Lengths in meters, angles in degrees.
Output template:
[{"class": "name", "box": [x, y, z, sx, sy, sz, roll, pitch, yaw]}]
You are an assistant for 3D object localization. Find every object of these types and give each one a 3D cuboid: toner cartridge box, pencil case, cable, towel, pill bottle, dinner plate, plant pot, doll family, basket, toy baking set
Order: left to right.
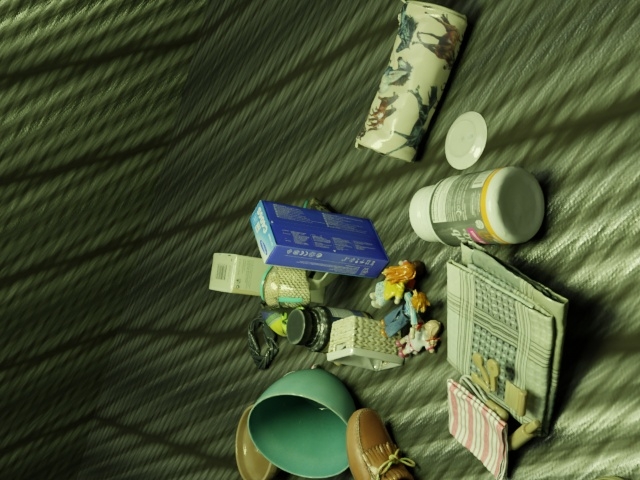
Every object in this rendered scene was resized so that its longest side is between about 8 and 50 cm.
[{"class": "cable", "box": [-0.193, 0.334, 2.448, 0.184, 0.047, 0.151, 55, 132, 45]}, {"class": "plant pot", "box": [-0.156, 0.616, 2.243, 0.237, 0.109, 0.237, -21, 65, 55]}, {"class": "plant pot", "box": [-0.024, 0.454, 1.971, 0.290, 0.290, 0.195, -55, 4, 34]}, {"class": "toner cartridge box", "box": [0.000, 0.000, 1.943, 0.075, 0.347, 0.165, -57, 38, 34]}, {"class": "pill bottle", "box": [0.025, 0.237, 1.957, 0.122, 0.219, 0.123, -22, 63, 54]}, {"class": "basket", "box": [0.115, 0.259, 1.869, 0.113, 0.167, 0.103, -27, 53, 52]}, {"class": "doll family", "box": [0.200, 0.152, 1.801, 0.163, 0.118, 0.263, -46, 45, 41]}, {"class": "pencil case", "box": [0.220, -0.395, 1.878, 0.183, 0.159, 0.410, 33, 110, 38]}, {"class": "dinner plate", "box": [0.344, -0.241, 1.782, 0.141, 0.017, 0.141, -19, 66, 53]}, {"class": "pill bottle", "box": [0.332, -0.067, 1.617, 0.278, 0.162, 0.162, -6, 77, 57]}, {"class": "towel", "box": [0.325, 0.396, 1.566, 0.197, 0.029, 0.144, 37, 138, 56]}, {"class": "toy baking set", "box": [0.359, 0.337, 1.522, 0.197, 0.030, 0.256, 59, 155, 29]}, {"class": "towel", "box": [0.360, 0.192, 1.504, 0.312, 0.056, 0.324, 40, 136, 54]}]

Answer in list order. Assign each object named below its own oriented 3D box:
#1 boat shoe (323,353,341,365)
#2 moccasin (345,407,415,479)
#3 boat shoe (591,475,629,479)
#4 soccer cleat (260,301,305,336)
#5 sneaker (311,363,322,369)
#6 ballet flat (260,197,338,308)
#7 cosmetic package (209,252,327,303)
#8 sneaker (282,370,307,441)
[{"class": "boat shoe", "box": [0.020, 0.297, 2.096, 0.170, 0.063, 0.059, 38, 111, 56]}, {"class": "moccasin", "box": [0.162, 0.568, 1.728, 0.147, 0.139, 0.380, -47, 45, 40]}, {"class": "boat shoe", "box": [0.412, 0.520, 1.356, 0.355, 0.130, 0.132, -50, 43, 39]}, {"class": "soccer cleat", "box": [-0.091, 0.254, 2.269, 0.289, 0.093, 0.121, 21, 139, 59]}, {"class": "sneaker", "box": [0.006, 0.408, 2.112, 0.057, 0.047, 0.119, -25, 69, 46]}, {"class": "ballet flat", "box": [-0.012, 0.038, 2.070, 0.483, 0.182, 0.164, -63, -25, -55]}, {"class": "cosmetic package", "box": [-0.152, 0.111, 2.189, 0.160, 0.309, 0.113, 2, 82, 59]}, {"class": "sneaker", "box": [-0.054, 0.529, 2.132, 0.118, 0.110, 0.292, 116, 148, -58]}]
